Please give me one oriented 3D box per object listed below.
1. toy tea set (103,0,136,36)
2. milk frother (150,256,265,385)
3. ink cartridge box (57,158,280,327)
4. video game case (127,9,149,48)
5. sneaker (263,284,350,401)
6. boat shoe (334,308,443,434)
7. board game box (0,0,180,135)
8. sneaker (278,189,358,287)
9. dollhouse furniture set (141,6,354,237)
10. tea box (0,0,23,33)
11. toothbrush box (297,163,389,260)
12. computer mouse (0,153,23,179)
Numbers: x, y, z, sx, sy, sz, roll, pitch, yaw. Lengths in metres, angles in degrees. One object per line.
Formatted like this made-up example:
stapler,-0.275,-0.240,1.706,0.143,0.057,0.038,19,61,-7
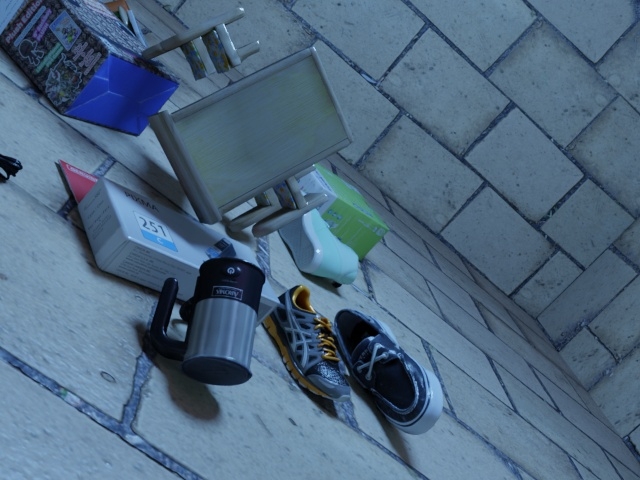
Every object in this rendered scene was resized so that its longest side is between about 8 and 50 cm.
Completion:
toy tea set,-0.478,-0.446,1.800,0.336,0.124,0.200,-119,-173,-64
milk frother,-0.131,0.113,0.952,0.143,0.129,0.134,72,21,-55
ink cartridge box,-0.223,-0.013,1.142,0.296,0.066,0.261,29,19,-46
video game case,-0.400,-0.447,1.739,0.122,0.011,0.087,71,-5,-53
sneaker,-0.014,0.154,1.173,0.084,0.083,0.215,27,21,-54
boat shoe,0.100,0.206,1.290,0.102,0.108,0.301,35,12,-30
board game box,-0.447,-0.356,1.435,0.291,0.141,0.232,46,13,16
sneaker,0.000,0.001,1.688,0.151,0.094,0.256,26,29,-34
dollhouse furniture set,-0.163,-0.168,1.268,0.394,0.256,0.362,11,-52,64
tea box,-0.586,-0.526,1.162,0.323,0.329,0.220,43,13,9
toothbrush box,0.015,-0.095,1.993,0.283,0.122,0.206,30,17,-44
computer mouse,-0.425,-0.101,0.882,0.106,0.042,0.193,42,12,-5
